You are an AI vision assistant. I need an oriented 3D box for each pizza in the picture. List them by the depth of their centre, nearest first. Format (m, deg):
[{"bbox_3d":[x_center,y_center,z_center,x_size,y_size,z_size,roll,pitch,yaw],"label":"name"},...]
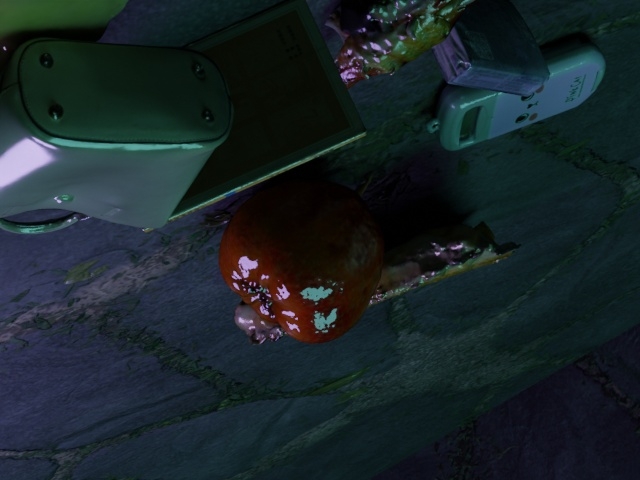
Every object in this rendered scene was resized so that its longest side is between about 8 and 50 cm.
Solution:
[{"bbox_3d":[0.070,0.054,2.128,0.392,0.080,0.435,-19,176,0],"label":"pizza"}]

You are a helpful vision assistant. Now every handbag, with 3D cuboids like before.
[{"bbox_3d":[-0.220,-0.055,1.355,0.241,0.109,0.315,2,151,-28],"label":"handbag"}]

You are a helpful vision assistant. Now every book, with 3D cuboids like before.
[{"bbox_3d":[-0.095,-0.128,1.517,0.242,0.170,0.018,-23,160,0],"label":"book"}]

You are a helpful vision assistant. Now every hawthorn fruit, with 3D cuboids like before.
[{"bbox_3d":[0.000,0.000,1.919,0.243,0.207,0.207,-47,168,-24],"label":"hawthorn fruit"}]

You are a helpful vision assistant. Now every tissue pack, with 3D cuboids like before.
[{"bbox_3d":[0.177,-0.219,1.669,0.156,0.112,0.051,2,148,-48],"label":"tissue pack"}]

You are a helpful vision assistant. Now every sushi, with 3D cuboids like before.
[{"bbox_3d":[0.079,-0.233,1.566,0.226,0.103,0.097,-39,-179,28],"label":"sushi"}]

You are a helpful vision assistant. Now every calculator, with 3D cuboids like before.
[{"bbox_3d":[0.245,-0.184,1.920,0.246,0.045,0.141,-20,158,-10],"label":"calculator"}]

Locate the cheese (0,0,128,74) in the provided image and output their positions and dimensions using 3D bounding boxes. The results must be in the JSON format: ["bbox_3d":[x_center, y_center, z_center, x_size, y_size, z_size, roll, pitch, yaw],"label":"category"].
[{"bbox_3d":[-0.267,-0.258,1.115,0.384,0.104,0.384,-22,160,-9],"label":"cheese"}]
